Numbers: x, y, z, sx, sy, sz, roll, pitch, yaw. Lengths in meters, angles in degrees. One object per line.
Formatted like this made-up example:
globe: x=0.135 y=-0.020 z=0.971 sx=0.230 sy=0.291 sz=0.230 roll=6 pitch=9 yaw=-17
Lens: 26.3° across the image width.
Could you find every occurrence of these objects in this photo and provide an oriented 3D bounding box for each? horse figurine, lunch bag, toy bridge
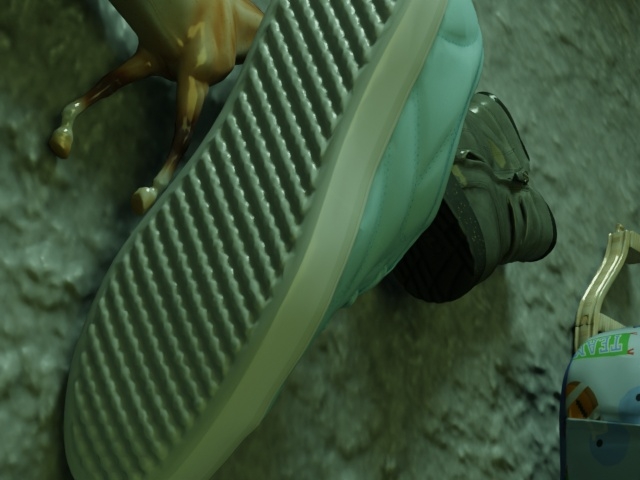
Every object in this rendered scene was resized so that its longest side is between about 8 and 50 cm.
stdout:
horse figurine: x=-0.118 y=-0.143 z=0.777 sx=0.263 sy=0.066 sz=0.174 roll=52 pitch=57 yaw=-23
lunch bag: x=0.286 y=0.198 z=1.000 sx=0.243 sy=0.115 sz=0.303 roll=1 pitch=88 yaw=-42
toy bridge: x=0.225 y=0.073 z=1.063 sx=0.063 sy=0.026 sz=0.188 roll=26 pitch=63 yaw=-35

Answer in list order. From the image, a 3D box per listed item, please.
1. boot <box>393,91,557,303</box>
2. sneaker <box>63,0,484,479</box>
boot: x=0.077 y=-0.083 z=0.951 sx=0.161 sy=0.083 sz=0.246 roll=-26 pitch=97 yaw=-56
sneaker: x=0.000 y=0.000 z=0.770 sx=0.150 sy=0.135 sz=0.366 roll=41 pitch=75 yaw=-45
